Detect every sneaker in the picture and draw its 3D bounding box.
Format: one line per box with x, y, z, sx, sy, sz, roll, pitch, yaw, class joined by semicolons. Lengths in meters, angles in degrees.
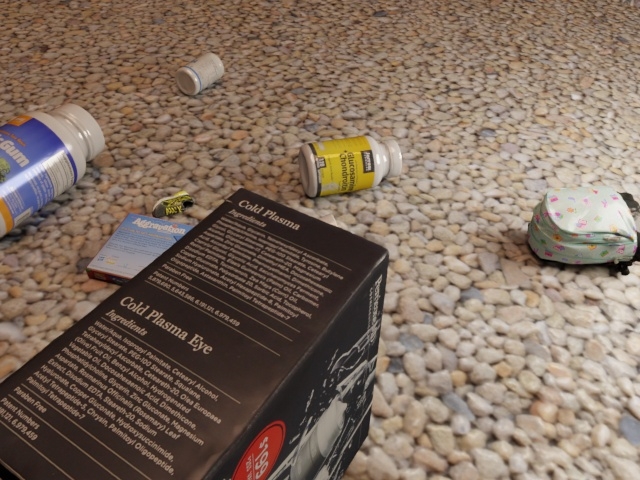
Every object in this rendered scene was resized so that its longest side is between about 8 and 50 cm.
-0.269;-0.063;1.022;0.035;0.031;0.083;33;52;28;sneaker

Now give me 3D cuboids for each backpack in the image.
0.450;-0.026;0.955;0.182;0.115;0.151;-1;46;0;backpack

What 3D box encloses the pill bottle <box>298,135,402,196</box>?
0.057;-0.145;1.070;0.184;0.103;0.103;-10;45;-12;pill bottle

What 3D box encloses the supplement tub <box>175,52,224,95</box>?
-0.292;-0.402;1.350;0.071;0.071;0.107;22;47;19;supplement tub

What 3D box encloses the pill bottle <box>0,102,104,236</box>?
-0.527;-0.138;1.004;0.153;0.152;0.272;20;47;18;pill bottle

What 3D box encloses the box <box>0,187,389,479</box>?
-0.091;0.184;0.546;0.179;0.343;0.312;23;48;23;box

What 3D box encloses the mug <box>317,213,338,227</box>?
-0.001;-0.004;0.954;0.064;0.062;0.078;-17;40;-8;mug

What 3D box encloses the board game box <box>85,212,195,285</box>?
-0.223;0.033;0.927;0.282;0.027;0.145;12;46;10;board game box
